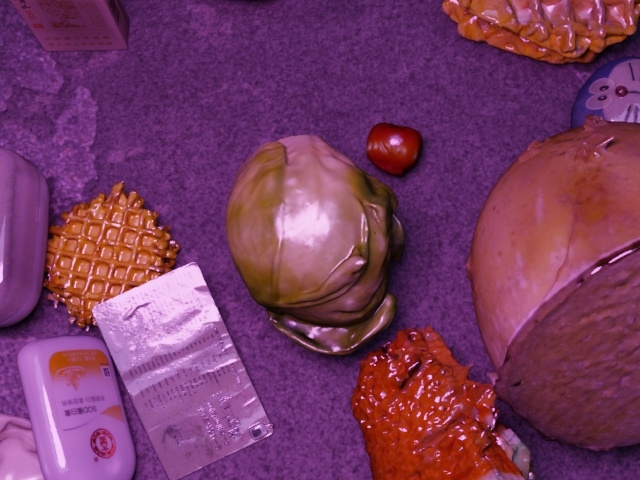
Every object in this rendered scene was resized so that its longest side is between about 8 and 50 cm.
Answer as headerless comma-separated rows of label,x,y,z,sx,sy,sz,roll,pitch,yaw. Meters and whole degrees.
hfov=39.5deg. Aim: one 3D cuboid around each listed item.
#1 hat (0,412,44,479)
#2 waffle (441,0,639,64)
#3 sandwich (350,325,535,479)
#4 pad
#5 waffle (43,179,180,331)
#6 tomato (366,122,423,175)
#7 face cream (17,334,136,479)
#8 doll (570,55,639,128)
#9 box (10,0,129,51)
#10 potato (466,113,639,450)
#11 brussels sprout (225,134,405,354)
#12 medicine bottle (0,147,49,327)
hat,-0.446,0.352,1.162,0.226,0.164,0.219,-26,74,22
waffle,0.349,-0.406,1.343,0.324,0.151,0.261,17,94,11
sandwich,0.156,0.251,1.153,0.162,0.250,0.301,11,54,-40
pad,-0.188,0.179,1.218,0.160,0.009,0.265,-25,88,-6
waffle,-0.305,0.029,1.277,0.197,0.070,0.193,-43,76,-9
tomato,0.107,-0.135,1.314,0.087,0.087,0.075,15,101,6
face cream,-0.308,0.267,1.167,0.071,0.144,0.291,-30,67,32
doll,0.495,-0.173,1.277,0.258,0.154,0.228,15,71,5
box,-0.376,-0.354,1.334,0.141,0.201,0.058,-1,76,2
potato,0.383,0.032,1.114,0.442,0.385,0.319,26,34,-31
brussels sprout,-0.002,0.001,1.178,0.227,0.259,0.294,-18,73,2
medicine bottle,-0.567,0.005,1.238,0.375,0.123,0.282,-5,73,10
